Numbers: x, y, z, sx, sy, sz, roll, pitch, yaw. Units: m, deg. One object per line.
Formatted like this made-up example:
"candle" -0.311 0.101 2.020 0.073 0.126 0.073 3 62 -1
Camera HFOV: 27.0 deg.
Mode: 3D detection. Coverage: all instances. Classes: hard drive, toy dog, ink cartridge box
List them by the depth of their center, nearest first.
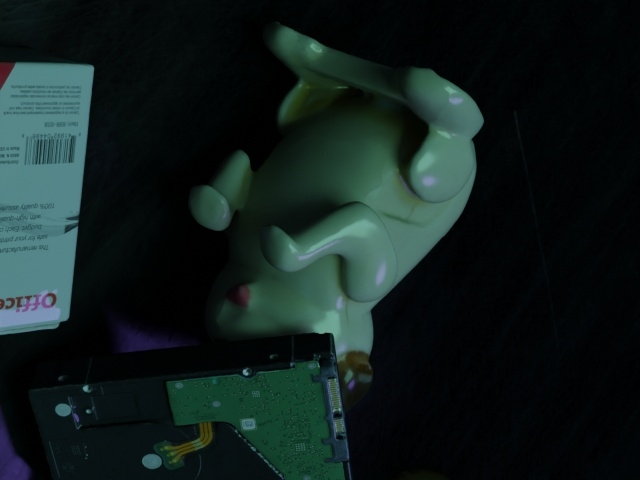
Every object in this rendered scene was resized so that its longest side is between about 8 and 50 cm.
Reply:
"ink cartridge box" -0.344 -0.049 1.312 0.197 0.114 0.273 -5 108 -45
"hard drive" -0.138 0.227 1.514 0.338 0.064 0.237 -6 121 4
"toy dog" 0.000 0.000 1.607 0.408 0.284 0.395 -63 155 -5

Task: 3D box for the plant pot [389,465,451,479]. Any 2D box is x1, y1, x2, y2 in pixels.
"plant pot" 0.212 0.493 1.990 0.237 0.254 0.237 -19 118 -41
